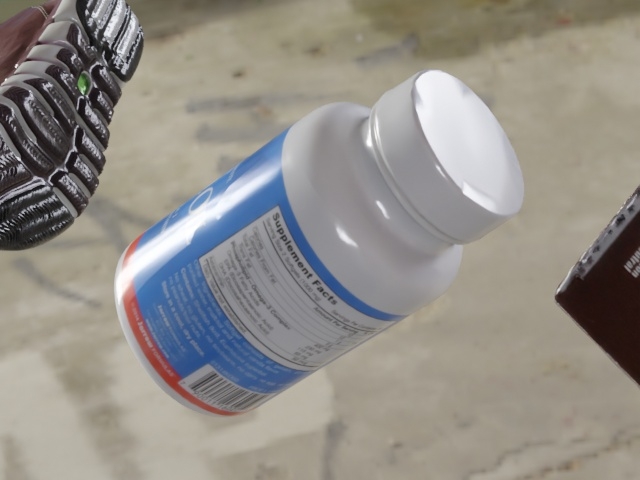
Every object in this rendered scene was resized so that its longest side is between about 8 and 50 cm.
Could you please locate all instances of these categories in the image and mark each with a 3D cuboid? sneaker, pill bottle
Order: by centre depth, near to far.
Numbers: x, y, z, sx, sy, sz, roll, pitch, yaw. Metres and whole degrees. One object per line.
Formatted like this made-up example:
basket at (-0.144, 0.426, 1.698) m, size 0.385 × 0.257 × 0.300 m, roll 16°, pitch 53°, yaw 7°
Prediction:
pill bottle at (0.000, 0.000, 0.940) m, size 0.221 × 0.124 × 0.124 m, roll -33°, pitch 18°, yaw 31°
sneaker at (-0.241, -0.078, 1.248) m, size 0.162 × 0.106 × 0.281 m, roll -14°, pitch 33°, yaw 28°

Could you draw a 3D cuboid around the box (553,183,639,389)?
box at (0.256, 0.024, 0.826) m, size 0.167 × 0.168 × 0.203 m, roll 47°, pitch 21°, yaw 25°
